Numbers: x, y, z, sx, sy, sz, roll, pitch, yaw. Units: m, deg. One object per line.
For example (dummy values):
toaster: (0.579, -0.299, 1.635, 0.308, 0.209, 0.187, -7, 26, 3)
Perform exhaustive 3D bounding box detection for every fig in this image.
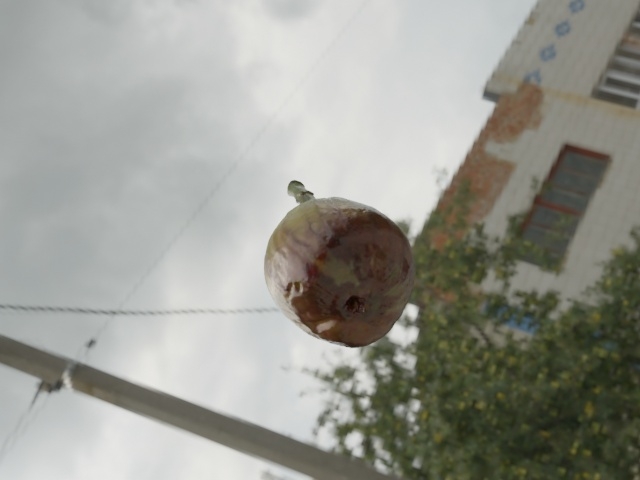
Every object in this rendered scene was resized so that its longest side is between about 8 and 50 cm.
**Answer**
fig: (-0.008, 0.013, 1.183, 0.143, 0.231, 0.160, -47, -45, -14)
